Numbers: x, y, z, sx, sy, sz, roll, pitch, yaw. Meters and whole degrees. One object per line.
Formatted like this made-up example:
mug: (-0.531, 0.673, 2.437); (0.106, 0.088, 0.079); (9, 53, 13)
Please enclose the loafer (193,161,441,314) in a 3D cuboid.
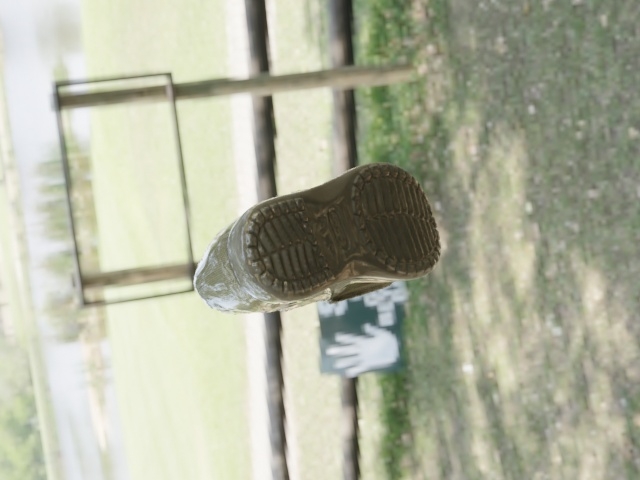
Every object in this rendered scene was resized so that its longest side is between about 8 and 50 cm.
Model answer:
loafer: (0.000, 0.000, 0.537); (0.050, 0.148, 0.056); (-18, 83, 36)
